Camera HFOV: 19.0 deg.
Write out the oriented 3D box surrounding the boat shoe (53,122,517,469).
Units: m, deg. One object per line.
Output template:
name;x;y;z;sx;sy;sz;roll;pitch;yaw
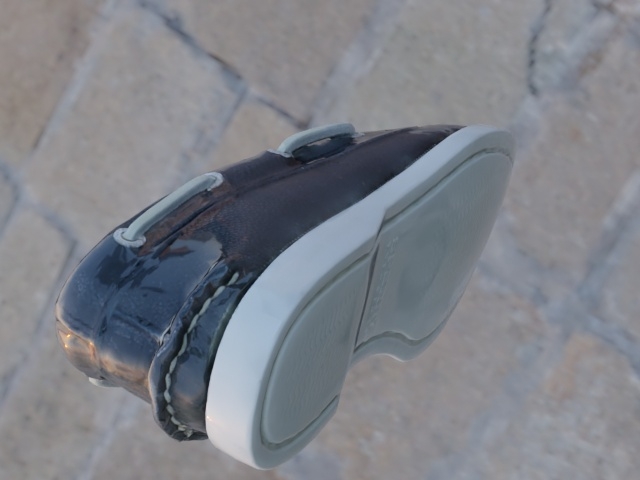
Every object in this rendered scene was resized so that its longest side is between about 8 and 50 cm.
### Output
boat shoe;0.000;0.000;0.781;0.091;0.302;0.114;21;106;17
